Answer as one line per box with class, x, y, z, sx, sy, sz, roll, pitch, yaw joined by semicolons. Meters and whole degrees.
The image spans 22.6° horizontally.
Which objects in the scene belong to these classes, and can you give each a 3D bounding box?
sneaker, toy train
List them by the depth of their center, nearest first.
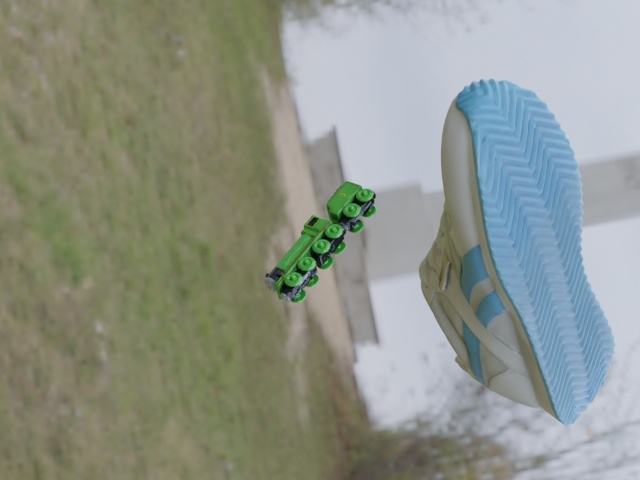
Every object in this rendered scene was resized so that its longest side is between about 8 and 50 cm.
toy train;0.000;0.000;0.820;0.023;0.083;0.017;21;-37;29
sneaker;0.096;0.008;0.900;0.092;0.087;0.229;18;-40;38
